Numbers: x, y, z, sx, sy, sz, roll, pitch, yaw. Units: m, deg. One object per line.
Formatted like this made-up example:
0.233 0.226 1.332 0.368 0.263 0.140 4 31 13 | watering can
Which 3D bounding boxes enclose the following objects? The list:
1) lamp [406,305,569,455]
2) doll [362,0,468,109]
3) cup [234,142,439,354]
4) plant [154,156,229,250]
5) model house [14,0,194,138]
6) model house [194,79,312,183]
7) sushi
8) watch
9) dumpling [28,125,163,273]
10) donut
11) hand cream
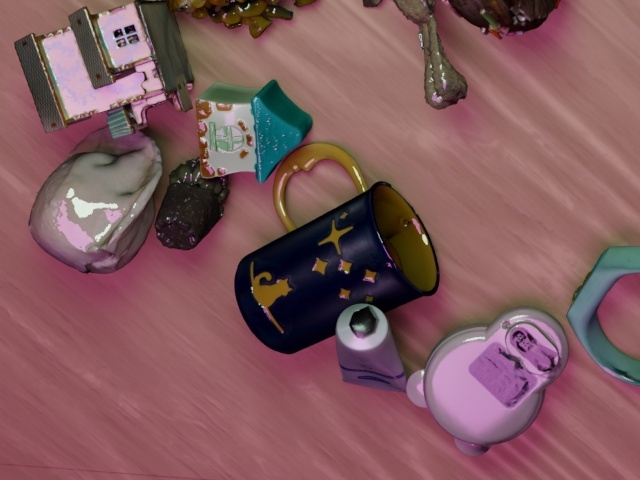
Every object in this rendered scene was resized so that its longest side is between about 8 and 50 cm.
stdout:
0.257 0.194 1.648 0.179 0.108 0.246 44 108 -3 | lamp
0.116 -0.321 1.407 0.091 0.286 0.202 -19 150 -5 | doll
0.013 0.013 1.630 0.256 0.255 0.178 -26 142 25 | cup
-0.186 -0.054 1.639 0.094 0.143 0.092 3 136 16 | plant
-0.296 -0.224 1.507 0.206 0.271 0.178 -15 104 5 | model house
-0.092 -0.156 1.589 0.149 0.100 0.127 2 114 11 | model house
-0.091 -0.381 1.467 0.296 0.167 0.179 -31 86 13 | sushi
0.448 0.102 1.543 0.195 0.068 0.237 32 137 13 | watch
-0.334 -0.071 1.631 0.243 0.175 0.227 21 82 18 | dumpling
0.206 -0.374 1.343 0.103 0.270 0.270 -7 112 34 | donut
0.072 0.168 1.618 0.109 0.321 0.067 8 70 10 | hand cream
